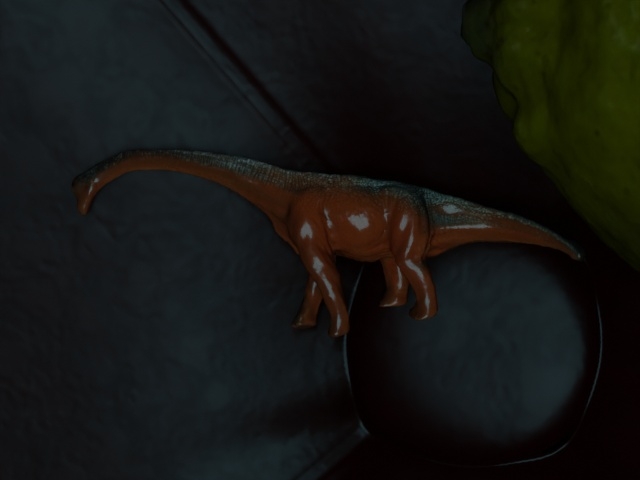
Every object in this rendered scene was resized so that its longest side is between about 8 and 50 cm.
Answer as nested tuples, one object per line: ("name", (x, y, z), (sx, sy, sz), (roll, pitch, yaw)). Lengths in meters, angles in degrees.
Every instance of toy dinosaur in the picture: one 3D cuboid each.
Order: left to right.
("toy dinosaur", (0.001, 0.000, 1.036), (0.279, 0.055, 0.101), (-1, 91, 7))

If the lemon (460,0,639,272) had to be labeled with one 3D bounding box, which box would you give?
("lemon", (0.252, -0.080, 0.895), (0.316, 0.285, 0.285), (39, 102, 20))
